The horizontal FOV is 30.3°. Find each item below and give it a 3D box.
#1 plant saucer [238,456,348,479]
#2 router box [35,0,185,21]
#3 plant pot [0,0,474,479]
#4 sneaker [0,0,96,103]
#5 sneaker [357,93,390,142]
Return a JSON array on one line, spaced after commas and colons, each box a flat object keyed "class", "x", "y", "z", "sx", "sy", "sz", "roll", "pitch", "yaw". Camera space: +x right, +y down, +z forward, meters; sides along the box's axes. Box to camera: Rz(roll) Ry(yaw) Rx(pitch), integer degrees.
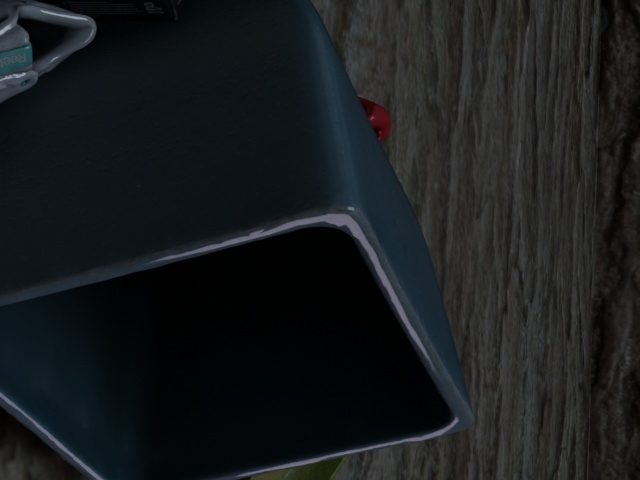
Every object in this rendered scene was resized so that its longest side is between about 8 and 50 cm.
[{"class": "plant saucer", "x": -0.030, "y": 0.170, "z": 0.952, "sx": 0.188, "sy": 0.045, "sz": 0.188, "roll": -55, "pitch": 158, "yaw": -14}, {"class": "router box", "x": -0.130, "y": -0.176, "z": 0.711, "sx": 0.038, "sy": 0.122, "sz": 0.092, "roll": 69, "pitch": 32, "yaw": -49}, {"class": "plant pot", "x": -0.065, "y": -0.021, "z": 0.731, "sx": 0.248, "sy": 0.247, "sz": 0.252, "roll": 58, "pitch": 23, "yaw": -51}, {"class": "sneaker", "x": -0.194, "y": -0.089, "z": 0.601, "sx": 0.212, "sy": 0.094, "sz": 0.080, "roll": -50, "pitch": 136, "yaw": -55}, {"class": "sneaker", "x": 0.000, "y": 0.000, "z": 1.010, "sx": 0.107, "sy": 0.118, "sz": 0.279, "roll": 35, "pitch": 62, "yaw": -62}]
